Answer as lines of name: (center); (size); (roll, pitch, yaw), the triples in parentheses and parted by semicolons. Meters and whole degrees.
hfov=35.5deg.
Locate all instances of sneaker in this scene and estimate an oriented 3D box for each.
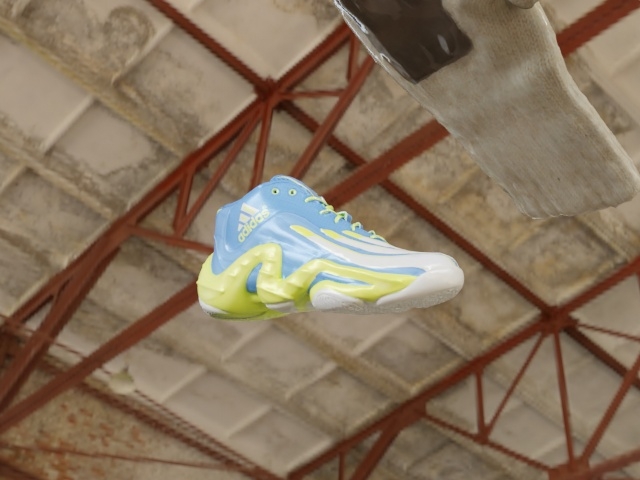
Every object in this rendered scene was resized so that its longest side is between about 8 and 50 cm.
sneaker: (0.000, 0.000, 0.834); (0.240, 0.126, 0.091); (-5, -9, 24)

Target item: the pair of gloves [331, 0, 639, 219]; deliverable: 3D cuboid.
pair of gloves: (0.097, -0.109, 0.386); (0.204, 0.042, 0.240); (43, -30, -12)
